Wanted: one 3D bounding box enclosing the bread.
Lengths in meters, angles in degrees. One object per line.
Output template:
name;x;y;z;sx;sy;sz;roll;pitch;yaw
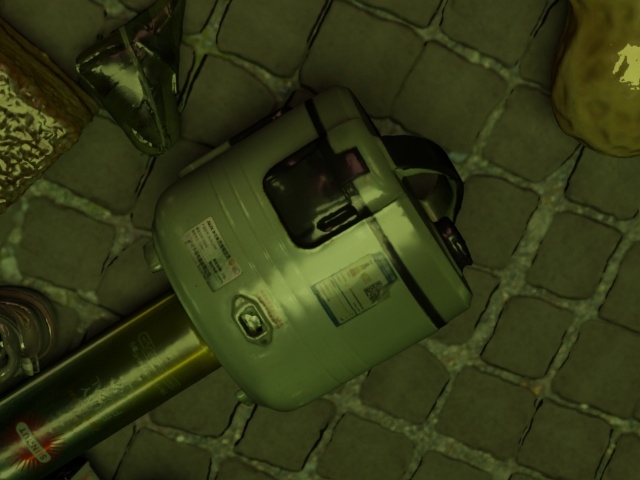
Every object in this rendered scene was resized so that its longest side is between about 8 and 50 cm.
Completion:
bread;-0.321;-0.115;1.217;0.234;0.110;0.184;42;103;-16

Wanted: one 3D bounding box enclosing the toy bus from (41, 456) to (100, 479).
toy bus;-0.251;0.262;1.325;0.057;0.172;0.072;-19;110;46

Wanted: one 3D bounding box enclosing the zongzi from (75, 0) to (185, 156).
zongzi;-0.124;-0.137;1.259;0.119;0.055;0.109;-38;111;-4

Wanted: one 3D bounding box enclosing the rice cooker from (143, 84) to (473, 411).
rice cooker;0.000;0.000;1.234;0.244;0.226;0.226;-28;110;7

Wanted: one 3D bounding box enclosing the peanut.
peanut;0.246;-0.209;1.235;0.147;0.147;0.306;-12;114;-2

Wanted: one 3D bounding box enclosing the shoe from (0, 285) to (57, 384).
shoe;-0.313;0.085;1.292;0.180;0.092;0.089;7;109;-8

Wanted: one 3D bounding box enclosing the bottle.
bottle;-0.219;0.145;1.329;0.286;0.082;0.082;-32;109;6
